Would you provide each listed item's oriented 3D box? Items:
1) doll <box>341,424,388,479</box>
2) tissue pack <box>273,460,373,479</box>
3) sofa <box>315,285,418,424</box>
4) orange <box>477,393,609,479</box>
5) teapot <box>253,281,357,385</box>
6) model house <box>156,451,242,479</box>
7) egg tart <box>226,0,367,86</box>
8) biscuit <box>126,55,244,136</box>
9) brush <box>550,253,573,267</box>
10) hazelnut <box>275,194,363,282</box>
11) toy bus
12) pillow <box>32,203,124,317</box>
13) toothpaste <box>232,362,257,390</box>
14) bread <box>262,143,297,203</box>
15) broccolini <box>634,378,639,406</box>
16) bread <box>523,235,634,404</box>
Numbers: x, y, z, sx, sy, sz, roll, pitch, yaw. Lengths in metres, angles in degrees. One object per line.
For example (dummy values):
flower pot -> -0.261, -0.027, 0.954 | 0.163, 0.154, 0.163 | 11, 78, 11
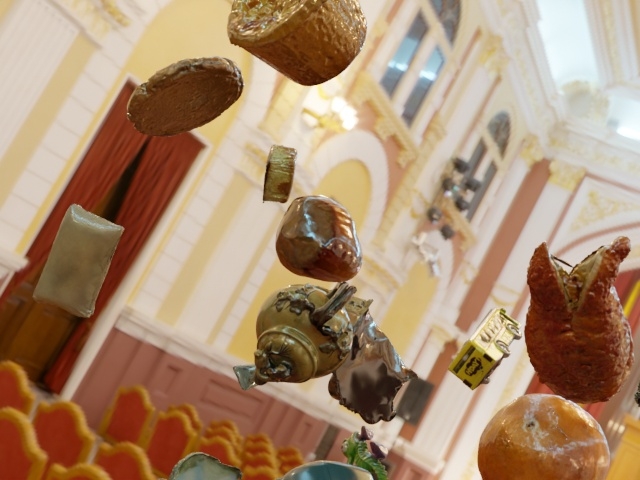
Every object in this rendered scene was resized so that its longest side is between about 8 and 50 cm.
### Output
doll -> 0.092, 0.471, 1.804 | 0.050, 0.115, 0.190 | 30, 4, -30
tissue pack -> -0.013, 0.579, 1.659 | 0.206, 0.288, 0.198 | 5, 33, -18
sofa -> 0.040, 0.238, 1.709 | 0.200, 0.182, 0.258 | 13, -38, 53
orange -> 0.481, 0.469, 1.858 | 0.283, 0.284, 0.226 | 21, -37, 44
teapot -> -0.034, 0.166, 1.434 | 0.173, 0.182, 0.269 | 42, -48, -3
model house -> -0.342, 0.642, 2.059 | 0.225, 0.261, 0.241 | 30, -21, -34
egg tart -> -0.021, -0.327, 1.262 | 0.202, 0.203, 0.147 | 20, -14, 48
biscuit -> -0.240, -0.258, 1.517 | 0.042, 0.225, 0.226 | 63, 2, 17
brush -> 0.532, 0.041, 1.915 | 0.083, 0.008, 0.024 | 27, -1, 2
hazelnut -> -0.006, 0.007, 1.868 | 0.210, 0.186, 0.210 | 159, -90, -83
toy bus -> 0.287, 0.186, 1.463 | 0.074, 0.081, 0.226 | 36, 23, 13
pillow -> -0.457, 0.045, 1.603 | 0.119, 0.208, 0.053 | 22, 8, -3
toothpaste -> -0.102, 0.298, 1.984 | 0.233, 0.060, 0.038 | -9, -18, -43
bread -> -0.097, -0.162, 2.028 | 0.069, 0.140, 0.128 | 9, 32, -3
broccolini -> 0.577, 0.200, 1.235 | 0.054, 0.239, 0.051 | -84, 159, -71
bread -> 0.334, 0.113, 1.097 | 0.139, 0.095, 0.269 | -10, -50, 7
